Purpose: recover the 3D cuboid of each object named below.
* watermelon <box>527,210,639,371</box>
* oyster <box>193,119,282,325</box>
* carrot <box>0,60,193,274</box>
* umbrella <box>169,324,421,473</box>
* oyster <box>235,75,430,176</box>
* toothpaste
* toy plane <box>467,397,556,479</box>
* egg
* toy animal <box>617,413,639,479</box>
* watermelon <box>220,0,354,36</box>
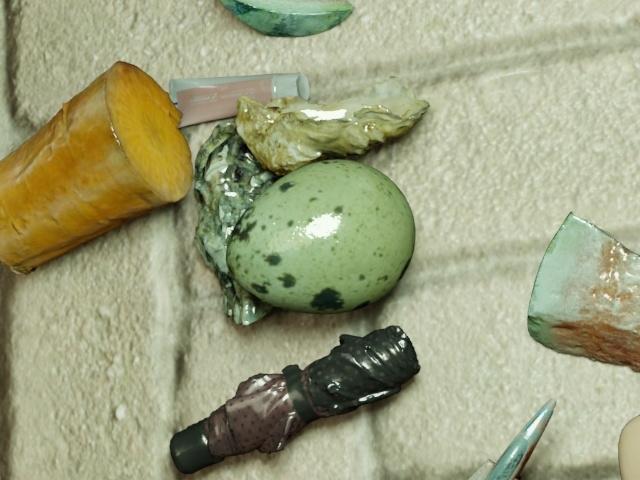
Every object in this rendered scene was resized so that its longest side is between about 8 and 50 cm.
[{"bbox_3d":[0.346,0.078,1.601,0.241,0.094,0.154,23,95,20],"label":"watermelon"},{"bbox_3d":[-0.102,-0.026,1.793,0.199,0.087,0.252,21,74,22],"label":"oyster"},{"bbox_3d":[-0.307,-0.087,1.813,0.254,0.196,0.196,-25,71,20],"label":"carrot"},{"bbox_3d":[-0.037,0.188,1.705,0.326,0.090,0.094,-24,93,14],"label":"umbrella"},{"bbox_3d":[0.015,-0.132,1.738,0.232,0.161,0.107,-3,100,14],"label":"oyster"},{"bbox_3d":[-0.109,-0.181,1.841,0.194,0.043,0.067,-3,83,26],"label":"toothpaste"},{"bbox_3d":[0.169,0.313,1.598,0.223,0.104,0.326,34,87,22],"label":"toy plane"},{"bbox_3d":[0.000,0.000,1.670,0.228,0.177,0.177,-17,69,-23],"label":"egg"},{"bbox_3d":[0.411,0.261,1.485,0.213,0.195,0.256,-12,76,-23],"label":"toy animal"},{"bbox_3d":[-0.048,-0.301,1.830,0.180,0.081,0.094,23,71,7],"label":"watermelon"}]
